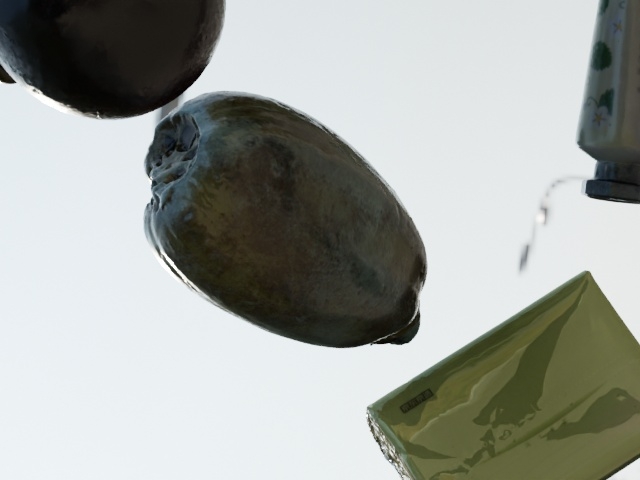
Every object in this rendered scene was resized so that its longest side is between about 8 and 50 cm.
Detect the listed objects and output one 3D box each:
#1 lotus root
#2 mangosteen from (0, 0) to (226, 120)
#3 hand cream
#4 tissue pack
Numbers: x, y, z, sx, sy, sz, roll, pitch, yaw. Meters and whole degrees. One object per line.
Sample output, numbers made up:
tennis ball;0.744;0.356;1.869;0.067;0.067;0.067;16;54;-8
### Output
lotus root;0.000;0.000;1.194;0.322;0.140;0.158;31;-140;-44
mangosteen;-0.132;-0.135;0.918;0.152;0.152;0.152;6;-90;-67
hand cream;0.199;-0.161;0.980;0.095;0.059;0.276;9;-91;-59
tissue pack;0.174;0.158;1.378;0.159;0.234;0.125;57;173;14
